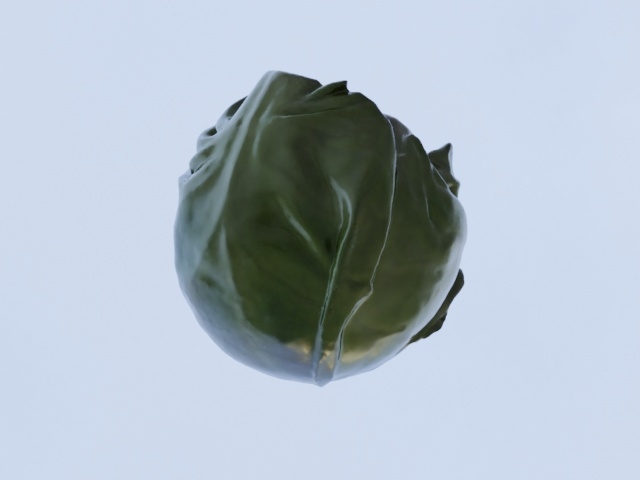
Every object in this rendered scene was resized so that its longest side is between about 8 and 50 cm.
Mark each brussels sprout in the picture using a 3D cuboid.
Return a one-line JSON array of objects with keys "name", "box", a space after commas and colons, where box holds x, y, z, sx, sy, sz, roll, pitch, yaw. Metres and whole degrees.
[{"name": "brussels sprout", "box": [-0.001, 0.015, 1.108, 0.425, 0.342, 0.361, 33, -114, -32]}]
